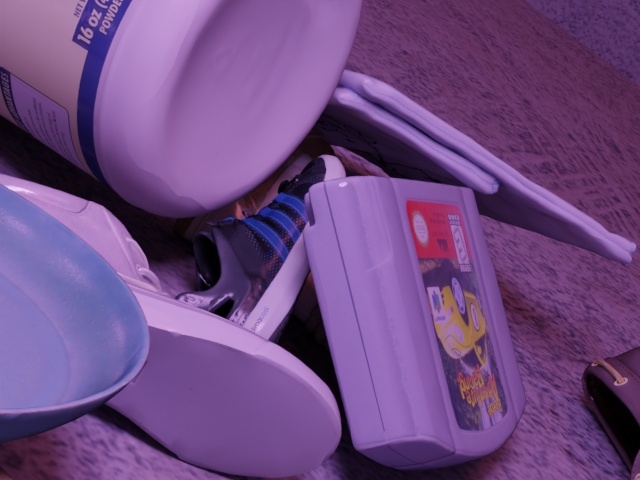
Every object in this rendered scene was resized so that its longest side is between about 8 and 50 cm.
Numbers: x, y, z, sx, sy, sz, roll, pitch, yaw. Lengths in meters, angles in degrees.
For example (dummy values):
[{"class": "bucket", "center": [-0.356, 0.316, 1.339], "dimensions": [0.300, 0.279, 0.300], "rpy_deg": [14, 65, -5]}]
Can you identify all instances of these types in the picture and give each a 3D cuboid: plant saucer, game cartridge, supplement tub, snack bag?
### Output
[{"class": "plant saucer", "center": [-0.232, 0.008, 0.752], "dimensions": [0.317, 0.044, 0.317], "rpy_deg": [23, 15, -6]}, {"class": "game cartridge", "center": [0.074, 0.057, 1.155], "dimensions": [0.294, 0.060, 0.196], "rpy_deg": [-1, 81, -70]}, {"class": "supplement tub", "center": [-0.160, -0.186, 1.133], "dimensions": [0.325, 0.235, 0.235], "rpy_deg": [32, 16, 24]}, {"class": "snack bag", "center": [0.053, -0.078, 1.404], "dimensions": [0.342, 0.037, 0.323], "rpy_deg": [28, -4, -38]}]

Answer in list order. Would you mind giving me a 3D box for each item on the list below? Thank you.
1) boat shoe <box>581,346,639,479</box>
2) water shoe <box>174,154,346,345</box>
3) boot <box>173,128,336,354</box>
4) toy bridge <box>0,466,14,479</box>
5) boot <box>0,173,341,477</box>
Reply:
[{"class": "boat shoe", "center": [0.286, 0.189, 1.315], "dimensions": [0.324, 0.096, 0.117], "rpy_deg": [-101, 175, -57]}, {"class": "water shoe", "center": [-0.041, 0.000, 1.122], "dimensions": [0.080, 0.073, 0.203], "rpy_deg": [24, 43, -1]}, {"class": "boot", "center": [0.000, 0.000, 1.270], "dimensions": [0.165, 0.077, 0.213], "rpy_deg": [39, 27, 8]}, {"class": "toy bridge", "center": [-0.204, 0.084, 0.745], "dimensions": [0.188, 0.063, 0.026], "rpy_deg": [37, 15, 35]}, {"class": "boot", "center": [-0.102, 0.040, 0.974], "dimensions": [0.258, 0.095, 0.123], "rpy_deg": [28, 29, -22]}]
